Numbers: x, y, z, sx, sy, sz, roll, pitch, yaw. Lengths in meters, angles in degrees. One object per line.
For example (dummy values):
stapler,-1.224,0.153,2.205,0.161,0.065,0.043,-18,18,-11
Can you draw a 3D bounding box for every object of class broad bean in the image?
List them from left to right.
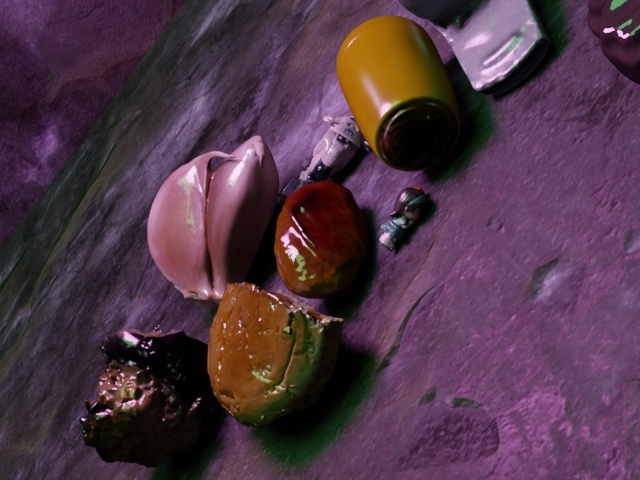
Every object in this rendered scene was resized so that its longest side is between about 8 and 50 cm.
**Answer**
broad bean,0.002,0.002,1.524,0.122,0.156,0.228,91,178,-51

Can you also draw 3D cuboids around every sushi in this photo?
sushi,-0.287,0.280,1.588,0.225,0.238,0.218,-19,38,33

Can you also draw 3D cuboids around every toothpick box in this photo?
toothpick box,0.130,-0.234,1.514,0.175,0.175,0.271,-44,33,22

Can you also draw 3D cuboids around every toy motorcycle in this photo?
toy motorcycle,0.011,-0.140,1.692,0.221,0.102,0.150,-58,7,-8

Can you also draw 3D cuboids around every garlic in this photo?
garlic,-0.201,-0.067,1.736,0.246,0.232,0.340,-75,0,-58

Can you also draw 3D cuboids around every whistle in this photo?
whistle,0.225,-0.418,1.503,0.168,0.404,0.188,-40,-10,30

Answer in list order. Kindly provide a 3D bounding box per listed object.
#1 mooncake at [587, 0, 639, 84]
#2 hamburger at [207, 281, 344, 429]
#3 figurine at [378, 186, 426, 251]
mooncake,0.453,-0.318,1.127,0.283,0.141,0.283,-38,35,33
hamburger,-0.086,0.178,1.437,0.309,0.133,0.211,16,90,63
figurine,0.127,-0.036,1.449,0.106,0.047,0.060,-59,-9,11
